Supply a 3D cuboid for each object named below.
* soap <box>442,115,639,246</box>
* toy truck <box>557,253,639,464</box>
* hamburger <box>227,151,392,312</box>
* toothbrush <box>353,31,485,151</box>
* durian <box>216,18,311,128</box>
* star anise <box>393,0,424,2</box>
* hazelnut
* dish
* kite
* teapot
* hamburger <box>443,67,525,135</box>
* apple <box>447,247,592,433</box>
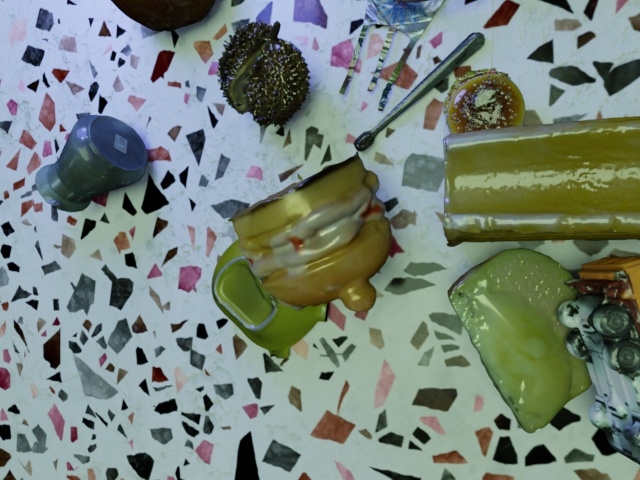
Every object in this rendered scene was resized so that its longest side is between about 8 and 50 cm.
[{"bbox_3d":[0.343,-0.061,0.569,0.334,0.293,0.156,-1,91,21],"label":"soap"},{"bbox_3d":[0.435,0.159,0.572,0.135,0.114,0.271,-15,87,-2],"label":"toy truck"},{"bbox_3d":[0.000,0.000,0.716,0.276,0.276,0.237,-25,101,18],"label":"hamburger"},{"bbox_3d":[0.178,-0.270,0.765,0.297,0.031,0.030,-41,104,14],"label":"toothbrush"},{"bbox_3d":[-0.107,-0.320,0.787,0.195,0.167,0.196,12,129,15],"label":"durian"},{"bbox_3d":[0.300,-0.568,0.678,0.359,0.139,0.316,4,84,35],"label":"star anise"},{"bbox_3d":[-0.337,-0.553,0.863,0.251,0.217,0.217,-6,88,-4],"label":"hazelnut"},{"bbox_3d":[-0.125,0.108,0.834,0.221,0.108,0.262,-44,77,16],"label":"dish"},{"bbox_3d":[0.129,-0.413,0.789,0.169,0.015,0.310,30,98,17],"label":"kite"},{"bbox_3d":[-0.530,-0.182,0.960,0.225,0.171,0.203,-25,50,25],"label":"teapot"},{"bbox_3d":[0.275,-0.218,0.701,0.126,0.081,0.141,-10,88,20],"label":"hamburger"},{"bbox_3d":[0.330,0.138,0.668,0.193,0.120,0.265,-31,90,3],"label":"apple"}]
